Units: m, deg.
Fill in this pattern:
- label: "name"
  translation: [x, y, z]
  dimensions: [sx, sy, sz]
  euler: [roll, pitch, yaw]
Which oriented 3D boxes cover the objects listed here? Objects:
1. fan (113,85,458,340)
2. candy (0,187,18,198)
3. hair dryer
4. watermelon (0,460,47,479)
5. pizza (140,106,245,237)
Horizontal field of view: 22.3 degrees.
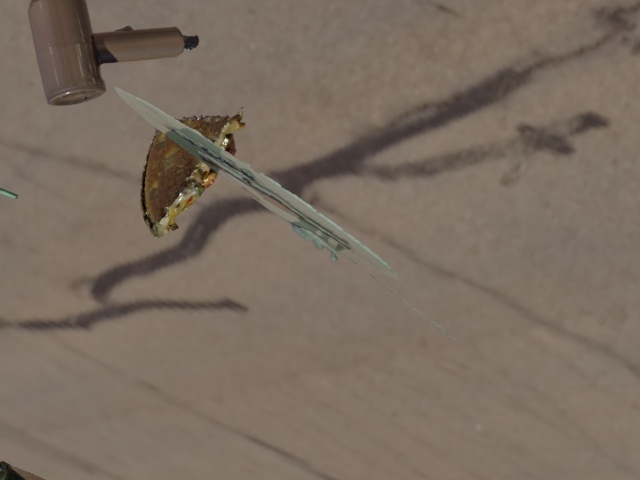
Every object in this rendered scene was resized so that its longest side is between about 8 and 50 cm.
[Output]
- label: "fan"
  translation: [0.000, 0.001, 0.949]
  dimensions: [0.191, 0.009, 0.329]
  euler: [30, 175, 40]
- label: "candy"
  translation: [-0.225, -0.044, 1.017]
  dimensions: [0.083, 0.023, 0.025]
  euler: [20, -157, 11]
- label: "hair dryer"
  translation: [-0.212, -0.208, 1.706]
  dimensions: [0.182, 0.117, 0.064]
  euler: [-9, 173, -29]
- label: "watermelon"
  translation: [-0.169, 0.228, 1.152]
  dimensions: [0.163, 0.069, 0.087]
  euler: [38, 175, -31]
- label: "pizza"
  translation: [-0.096, -0.041, 1.130]
  dimensions: [0.029, 0.099, 0.100]
  euler: [34, 153, -32]
